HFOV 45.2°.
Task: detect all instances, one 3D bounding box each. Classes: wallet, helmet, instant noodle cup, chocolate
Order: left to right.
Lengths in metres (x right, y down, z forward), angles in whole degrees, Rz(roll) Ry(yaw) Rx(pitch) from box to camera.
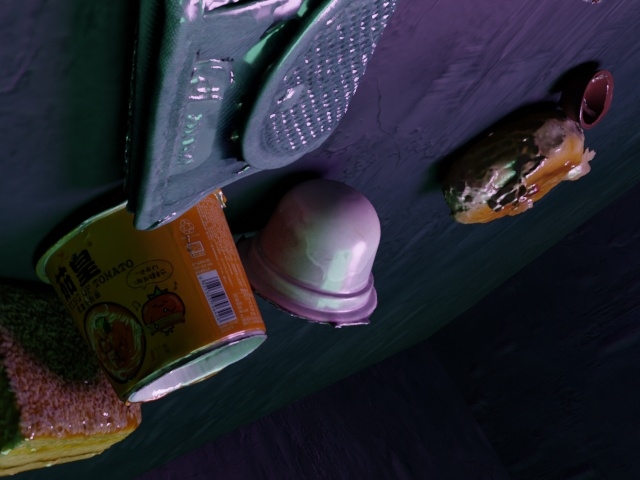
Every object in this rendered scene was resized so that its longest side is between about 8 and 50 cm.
[{"bbox_3d":[-0.166,0.063,0.816,0.216,0.172,0.216,-27,167,-7],"label":"instant noodle cup"},{"bbox_3d":[-0.040,-0.135,0.624,0.237,0.075,0.342,-28,163,-28],"label":"wallet"},{"bbox_3d":[0.004,-0.004,0.979,0.221,0.221,0.147,-5,125,-57],"label":"chocolate"},{"bbox_3d":[0.398,-0.219,1.176,0.111,0.057,0.089,-21,120,-44],"label":"helmet"}]

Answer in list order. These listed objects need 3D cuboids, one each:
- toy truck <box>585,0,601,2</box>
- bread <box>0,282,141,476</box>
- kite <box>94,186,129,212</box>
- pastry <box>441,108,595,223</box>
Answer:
[{"bbox_3d":[0.304,-0.285,0.870,0.032,0.024,0.083,-14,177,42],"label":"toy truck"},{"bbox_3d":[-0.306,0.149,0.819,0.111,0.184,0.234,-29,163,10],"label":"bread"},{"bbox_3d":[-0.115,-0.090,0.758,0.222,0.008,0.125,-22,160,-28],"label":"kite"},{"bbox_3d":[0.320,-0.110,1.259,0.257,0.120,0.236,-33,164,14],"label":"pastry"}]
